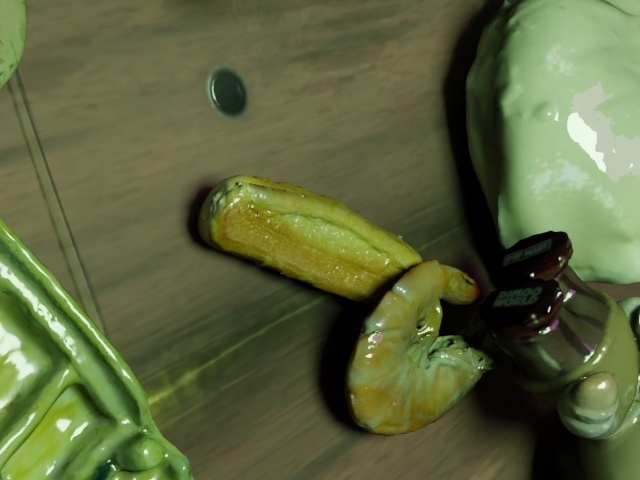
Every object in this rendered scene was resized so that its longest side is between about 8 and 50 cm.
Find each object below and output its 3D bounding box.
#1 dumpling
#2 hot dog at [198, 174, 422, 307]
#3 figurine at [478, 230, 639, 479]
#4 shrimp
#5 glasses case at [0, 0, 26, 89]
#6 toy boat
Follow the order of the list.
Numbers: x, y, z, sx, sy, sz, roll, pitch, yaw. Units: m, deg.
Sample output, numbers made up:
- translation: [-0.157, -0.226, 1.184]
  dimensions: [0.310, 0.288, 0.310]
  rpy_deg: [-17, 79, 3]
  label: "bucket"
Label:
- translation: [0.254, -0.113, 0.860]
  dimensions: [0.187, 0.243, 0.318]
  rpy_deg: [26, 67, -65]
  label: "dumpling"
- translation: [0.000, 0.000, 0.705]
  dimensions: [0.216, 0.047, 0.066]
  rpy_deg: [20, 104, -42]
  label: "hot dog"
- translation: [0.282, 0.152, 0.830]
  dimensions: [0.218, 0.206, 0.365]
  rpy_deg: [-81, 151, -57]
  label: "figurine"
- translation: [0.093, 0.077, 0.773]
  dimensions: [0.236, 0.053, 0.133]
  rpy_deg: [-11, 100, -50]
  label: "shrimp"
- translation: [-0.240, -0.262, 0.468]
  dimensions: [0.156, 0.098, 0.425]
  rpy_deg: [-6, 86, -44]
  label: "glasses case"
- translation: [-0.163, 0.079, 0.498]
  dimensions: [0.276, 0.084, 0.111]
  rpy_deg: [54, 51, -20]
  label: "toy boat"
